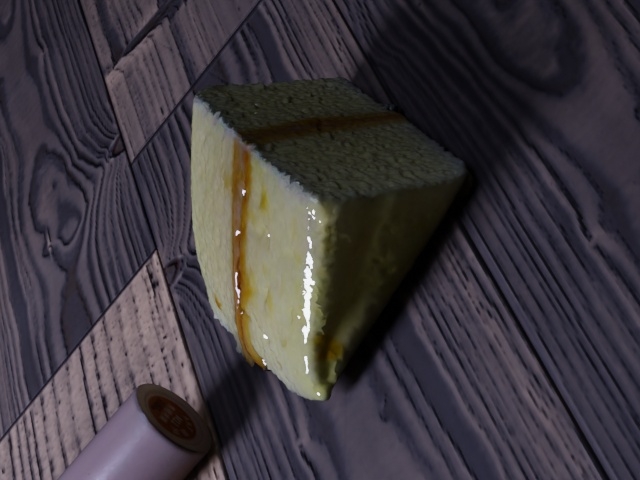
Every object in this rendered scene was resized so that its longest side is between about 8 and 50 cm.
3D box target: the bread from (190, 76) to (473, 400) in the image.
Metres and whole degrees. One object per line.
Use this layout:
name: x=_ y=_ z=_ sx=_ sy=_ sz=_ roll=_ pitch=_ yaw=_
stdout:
bread: x=0.000 y=0.000 z=1.293 sx=0.240 sy=0.135 sz=0.178 roll=-139 pitch=46 yaw=-58

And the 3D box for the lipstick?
lipstick: x=-0.183 y=0.216 z=1.336 sx=0.254 sy=0.070 sz=0.070 roll=-49 pitch=32 yaw=18
